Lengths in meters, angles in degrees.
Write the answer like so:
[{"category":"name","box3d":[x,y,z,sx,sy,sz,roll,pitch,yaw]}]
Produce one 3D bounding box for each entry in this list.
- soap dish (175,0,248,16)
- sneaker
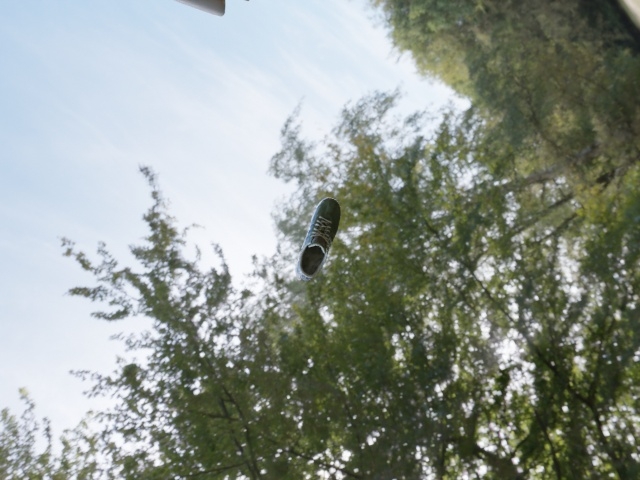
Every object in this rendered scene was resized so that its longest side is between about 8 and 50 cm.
[{"category":"soap dish","box3d":[-0.237,-0.360,0.549,0.229,0.118,0.291,-1,-149,-49]},{"category":"sneaker","box3d":[0.000,0.000,1.073,0.064,0.192,0.086,22,180,-7]}]
